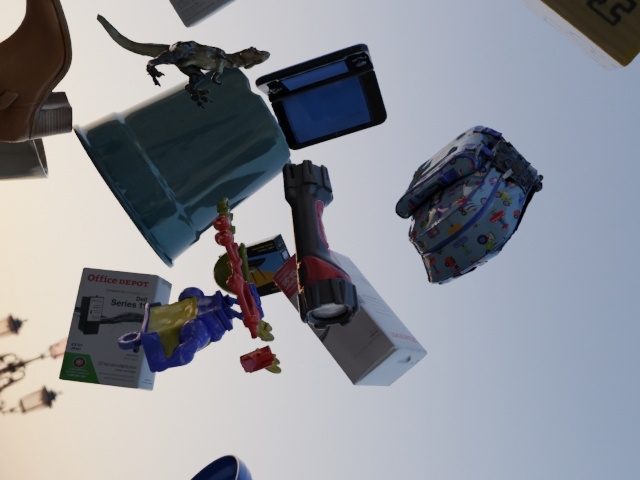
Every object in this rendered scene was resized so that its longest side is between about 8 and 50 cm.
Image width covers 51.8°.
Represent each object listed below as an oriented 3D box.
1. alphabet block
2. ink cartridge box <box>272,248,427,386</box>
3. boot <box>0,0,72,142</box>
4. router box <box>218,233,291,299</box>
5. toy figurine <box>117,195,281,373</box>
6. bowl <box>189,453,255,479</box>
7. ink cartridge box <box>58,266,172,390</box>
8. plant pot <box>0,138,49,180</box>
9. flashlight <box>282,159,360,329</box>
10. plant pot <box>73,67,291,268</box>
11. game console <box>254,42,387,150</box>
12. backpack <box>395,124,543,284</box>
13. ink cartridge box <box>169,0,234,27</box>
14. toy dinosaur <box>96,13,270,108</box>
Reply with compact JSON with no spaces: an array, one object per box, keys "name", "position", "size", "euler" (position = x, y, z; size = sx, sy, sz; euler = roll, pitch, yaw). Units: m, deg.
[{"name":"alphabet block","position":[0.464,-0.408,1.050],"size":[0.197,0.192,0.193],"euler":[40,-70,3]},{"name":"ink cartridge box","position":[0.061,0.152,1.330],"size":[0.117,0.207,0.283],"euler":[-44,-117,10]},{"name":"boot","position":[-0.526,-0.289,1.071],"size":[0.109,0.220,0.284],"euler":[52,-40,39]},{"name":"router box","position":[-0.150,0.070,1.624],"size":[0.178,0.046,0.133],"euler":[-17,-78,31]},{"name":"toy figurine","position":[-0.205,0.088,0.987],"size":[0.362,0.217,0.191],"euler":[-118,-173,-66]},{"name":"bowl","position":[-0.244,0.556,1.139],"size":[0.077,0.391,0.391],"euler":[42,-34,-9]},{"name":"ink cartridge box","position":[-0.372,0.161,1.209],"size":[0.087,0.153,0.209],"euler":[76,20,-74]},{"name":"plant pot","position":[-0.704,-0.218,1.283],"size":[0.256,0.273,0.257],"euler":[166,-90,-74]},{"name":"flashlight","position":[0.000,0.000,1.157],"size":[0.103,0.103,0.304],"euler":[69,12,-55]},{"name":"plant pot","position":[-0.261,-0.174,1.350],"size":[0.341,0.334,0.341],"euler":[54,-9,13]},{"name":"game console","position":[0.011,-0.360,1.700],"size":[0.250,0.293,0.173],"euler":[-19,93,-81]},{"name":"backpack","position":[0.167,-0.036,0.792],"size":[0.117,0.173,0.158],"euler":[45,-47,-9]},{"name":"ink cartridge box","position":[-0.251,-0.679,1.339],"size":[0.308,0.091,0.385],"euler":[-19,-69,31]},{"name":"toy dinosaur","position":[-0.214,-0.273,1.013],"size":[0.064,0.268,0.118],"euler":[116,-22,-50]}]
